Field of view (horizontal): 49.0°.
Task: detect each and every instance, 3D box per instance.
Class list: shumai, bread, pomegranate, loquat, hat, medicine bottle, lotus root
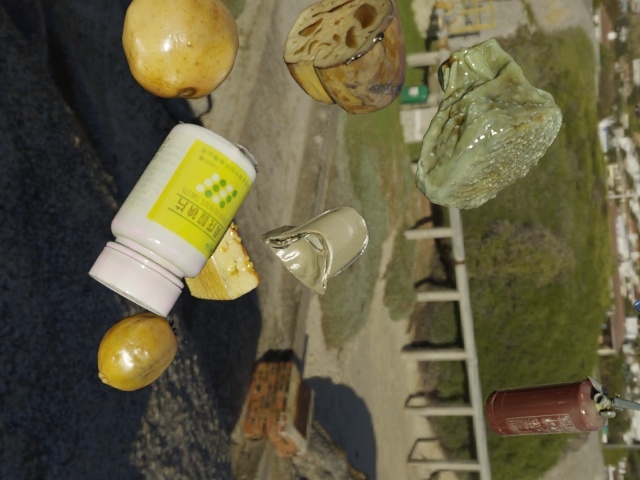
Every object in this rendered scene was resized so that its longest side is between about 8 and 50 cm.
[{"bbox_3d":[0.241,-0.185,1.175,0.222,0.260,0.225,48,1,27],"label":"shumai"},{"bbox_3d":[-0.279,0.055,1.831,0.114,0.274,0.185,-28,101,-30],"label":"bread"},{"bbox_3d":[-0.350,-0.489,1.747,0.307,0.307,0.308,-4,90,-74],"label":"pomegranate"},{"bbox_3d":[-0.463,0.278,1.789,0.234,0.187,0.176,-41,94,-27],"label":"loquat"},{"bbox_3d":[0.000,0.000,1.204,0.147,0.175,0.085,50,16,-24],"label":"hat"},{"bbox_3d":[-0.309,-0.046,1.487,0.379,0.213,0.213,-61,155,-14],"label":"medicine bottle"},{"bbox_3d":[0.067,-0.422,1.668,0.250,0.316,0.316,63,27,-42],"label":"lotus root"}]

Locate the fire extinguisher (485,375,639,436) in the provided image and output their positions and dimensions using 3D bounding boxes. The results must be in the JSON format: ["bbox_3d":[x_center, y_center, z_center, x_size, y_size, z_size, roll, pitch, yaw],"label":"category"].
[{"bbox_3d":[0.445,0.310,1.302,0.104,0.269,0.105,16,65,-36],"label":"fire extinguisher"}]

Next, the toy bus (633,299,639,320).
[{"bbox_3d":[0.800,0.222,1.610,0.236,0.079,0.094,52,21,-25],"label":"toy bus"}]
